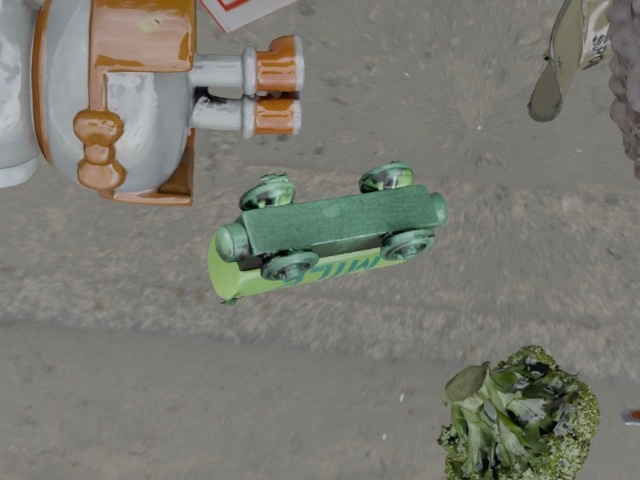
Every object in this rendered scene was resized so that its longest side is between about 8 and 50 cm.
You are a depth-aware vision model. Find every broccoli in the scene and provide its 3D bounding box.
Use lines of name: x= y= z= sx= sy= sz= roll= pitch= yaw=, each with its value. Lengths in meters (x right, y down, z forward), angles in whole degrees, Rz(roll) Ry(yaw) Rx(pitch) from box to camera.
broccoli: x=0.142 y=0.140 z=0.809 sx=0.131 sy=0.130 sz=0.120 roll=-39 pitch=115 yaw=9

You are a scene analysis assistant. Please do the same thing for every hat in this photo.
hat: x=0.275 y=-0.193 z=1.131 sx=0.084 sy=0.147 sz=0.175 roll=17 pitch=59 yaw=7

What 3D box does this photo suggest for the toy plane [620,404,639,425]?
toy plane: x=0.263 y=0.116 z=0.619 sx=0.197 sy=0.078 sz=0.054 roll=3 pitch=104 yaw=40

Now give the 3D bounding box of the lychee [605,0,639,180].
lychee: x=0.390 y=-0.127 z=0.758 sx=0.432 sy=0.380 sz=0.380 roll=33 pitch=101 yaw=36

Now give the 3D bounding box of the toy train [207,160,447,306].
toy train: x=0.000 y=0.000 z=1.105 sx=0.253 sy=0.157 sz=0.105 roll=-11 pitch=71 yaw=-28

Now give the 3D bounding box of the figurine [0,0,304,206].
figurine: x=-0.143 y=-0.082 z=0.592 sx=0.271 sy=0.143 sz=0.143 roll=-10 pitch=95 yaw=-19

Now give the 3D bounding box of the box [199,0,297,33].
box: x=-0.036 y=-0.231 z=0.786 sx=0.050 sy=0.229 sz=0.123 roll=-48 pitch=113 yaw=-28
